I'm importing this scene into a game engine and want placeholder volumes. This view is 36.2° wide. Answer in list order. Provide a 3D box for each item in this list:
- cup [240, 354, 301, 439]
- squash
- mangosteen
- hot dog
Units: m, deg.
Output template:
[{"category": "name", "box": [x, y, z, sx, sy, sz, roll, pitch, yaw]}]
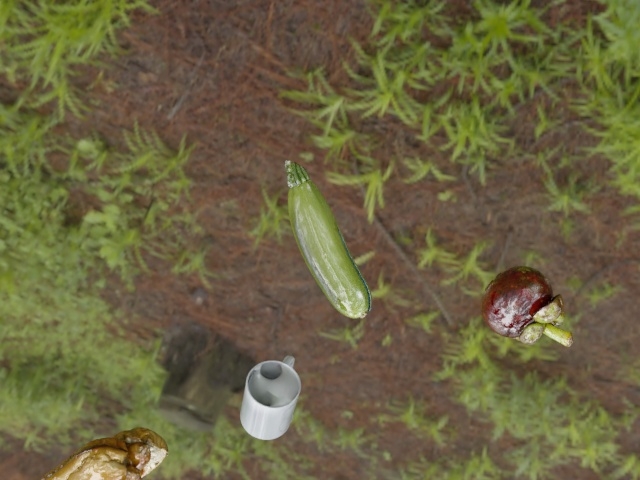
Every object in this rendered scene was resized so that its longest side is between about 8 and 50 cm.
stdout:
[{"category": "cup", "box": [-0.079, 0.286, 1.801, 0.099, 0.136, 0.133, 47, 148, 24]}, {"category": "squash", "box": [0.000, 0.000, 1.886, 0.094, 0.094, 0.341, -36, 77, 49]}, {"category": "mangosteen", "box": [0.388, 0.141, 1.871, 0.145, 0.181, 0.156, -23, 162, -2]}, {"category": "hot dog", "box": [-0.388, 0.419, 1.608, 0.349, 0.117, 0.158, -37, 163, 33]}]
